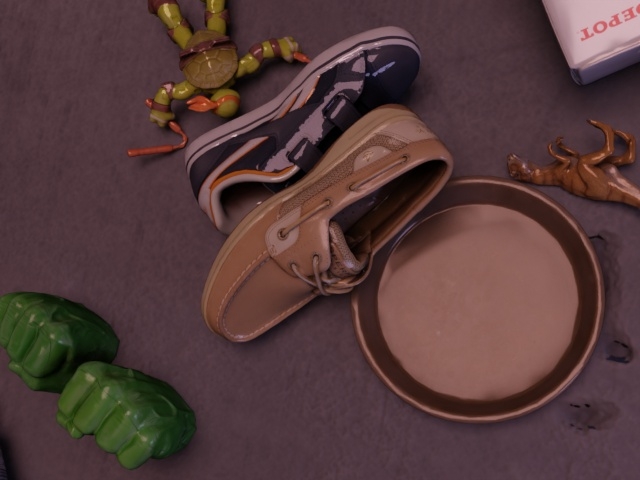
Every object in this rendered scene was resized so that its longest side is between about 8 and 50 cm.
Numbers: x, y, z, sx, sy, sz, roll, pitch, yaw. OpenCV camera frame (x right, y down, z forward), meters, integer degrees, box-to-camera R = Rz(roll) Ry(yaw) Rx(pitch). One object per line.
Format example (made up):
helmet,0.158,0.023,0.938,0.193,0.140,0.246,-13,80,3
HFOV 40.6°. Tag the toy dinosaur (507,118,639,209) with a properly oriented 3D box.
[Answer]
toy dinosaur,0.315,-0.068,0.959,0.211,0.064,0.112,24,100,30

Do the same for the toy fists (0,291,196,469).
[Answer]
toy fists,-0.273,0.157,1.006,0.279,0.142,0.096,40,88,22

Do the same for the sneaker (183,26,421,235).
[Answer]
sneaker,-0.008,-0.116,1.019,0.321,0.126,0.128,-31,57,16

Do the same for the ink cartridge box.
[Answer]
ink cartridge box,0.326,-0.342,0.953,0.207,0.117,0.283,-22,82,19

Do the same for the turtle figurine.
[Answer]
turtle figurine,-0.157,-0.233,1.115,0.269,0.087,0.217,-25,69,8

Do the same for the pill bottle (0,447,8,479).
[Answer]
pill bottle,-0.434,0.281,1.035,0.107,0.108,0.180,-26,69,7

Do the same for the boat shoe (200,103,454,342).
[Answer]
boat shoe,0.000,0.000,0.954,0.341,0.121,0.110,-47,43,12

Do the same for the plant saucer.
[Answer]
plant saucer,0.171,0.064,0.963,0.277,0.041,0.278,-4,74,14
